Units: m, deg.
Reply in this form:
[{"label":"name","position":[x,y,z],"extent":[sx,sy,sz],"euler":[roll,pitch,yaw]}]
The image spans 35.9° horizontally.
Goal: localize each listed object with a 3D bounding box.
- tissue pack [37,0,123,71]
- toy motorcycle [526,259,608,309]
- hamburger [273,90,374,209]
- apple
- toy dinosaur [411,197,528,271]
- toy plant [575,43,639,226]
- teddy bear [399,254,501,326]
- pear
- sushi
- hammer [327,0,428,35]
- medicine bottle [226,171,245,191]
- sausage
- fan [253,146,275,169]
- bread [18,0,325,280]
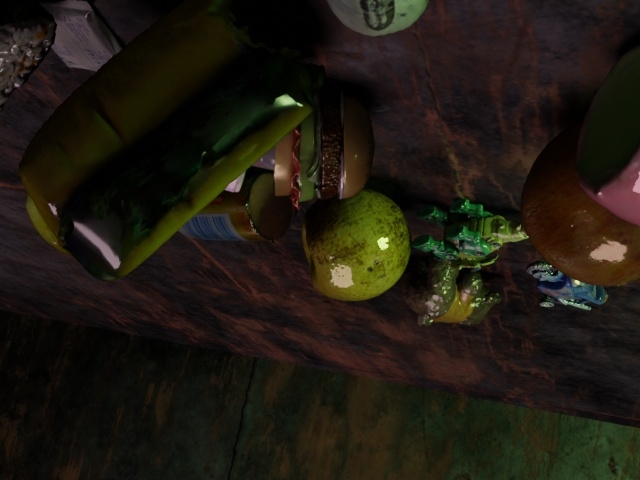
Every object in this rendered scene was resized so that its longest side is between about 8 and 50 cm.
[{"label":"tissue pack","position":[-0.330,-0.273,1.345],"extent":[0.122,0.026,0.193],"euler":[9,162,17]},{"label":"toy motorcycle","position":[0.447,0.075,1.778],"extent":[0.114,0.076,0.205],"euler":[-5,157,28]},{"label":"hamburger","position":[0.005,-0.129,1.336],"extent":[0.136,0.175,0.175],"euler":[0,162,-1]},{"label":"apple","position":[0.356,-0.050,1.215],"extent":[0.211,0.211,0.188],"euler":[18,161,-13]},{"label":"toy dinosaur","position":[0.263,-0.011,1.623],"extent":[0.153,0.094,0.259],"euler":[23,153,-29]},{"label":"toy plant","position":[0.452,-0.054,1.056],"extent":[0.356,0.317,0.210],"euler":[16,-162,-18]},{"label":"teddy bear","position":[0.255,0.108,1.931],"extent":[0.190,0.140,0.177],"euler":[14,162,-30]},{"label":"pear","position":[0.065,0.004,1.651],"extent":[0.197,0.197,0.197],"euler":[12,163,4]},{"label":"sushi","position":[-0.438,-0.229,1.235],"extent":[0.126,0.225,0.136],"euler":[40,-168,10]},{"label":"hammer","position":[0.144,-0.266,0.897],"extent":[0.305,0.113,0.202],"euler":[5,164,10]},{"label":"medicine bottle","position":[-0.228,-0.136,1.591],"extent":[0.219,0.078,0.115],"euler":[17,-174,-8]},{"label":"sausage","position":[-0.191,-0.062,1.767],"extent":[0.317,0.125,0.117],"euler":[2,115,42]},{"label":"fan","position":[-0.042,-0.130,1.512],"extent":[0.244,0.074,0.130],"euler":[13,175,18]},{"label":"bread","position":[-0.181,-0.126,1.149],"extent":[0.208,0.376,0.251],"euler":[45,176,-6]}]
